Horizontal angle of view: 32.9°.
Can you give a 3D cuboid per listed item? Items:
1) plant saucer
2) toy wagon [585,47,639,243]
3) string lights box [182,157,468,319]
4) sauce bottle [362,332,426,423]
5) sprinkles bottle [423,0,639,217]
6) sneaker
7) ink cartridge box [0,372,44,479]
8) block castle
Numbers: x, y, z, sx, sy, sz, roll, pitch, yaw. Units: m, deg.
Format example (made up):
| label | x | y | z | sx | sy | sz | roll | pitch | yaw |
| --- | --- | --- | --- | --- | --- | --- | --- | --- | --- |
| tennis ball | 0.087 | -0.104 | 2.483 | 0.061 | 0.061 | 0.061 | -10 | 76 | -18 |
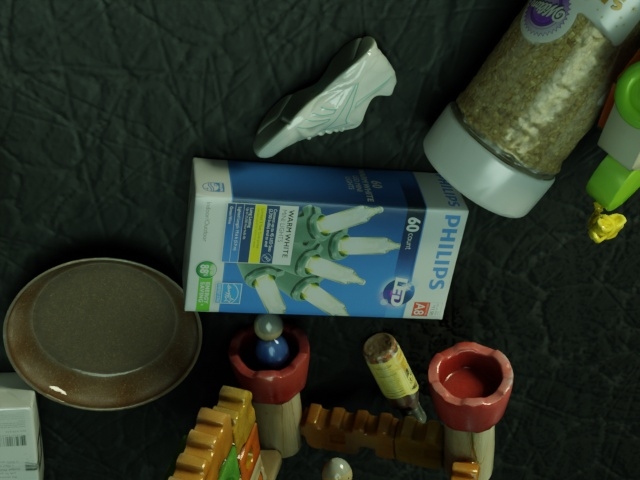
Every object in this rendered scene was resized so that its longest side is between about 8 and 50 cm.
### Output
| label | x | y | z | sx | sy | sz | roll | pitch | yaw |
| --- | --- | --- | --- | --- | --- | --- | --- | --- | --- |
| plant saucer | -0.222 | 0.090 | 1.112 | 0.198 | 0.036 | 0.198 | -4 | 124 | -7 |
| toy wagon | 0.325 | -0.145 | 0.931 | 0.267 | 0.068 | 0.344 | -12 | 143 | -57 |
| string lights box | 0.000 | 0.000 | 1.060 | 0.260 | 0.077 | 0.133 | 3 | 122 | -11 |
| sauce bottle | 0.085 | 0.158 | 1.202 | 0.042 | 0.042 | 0.128 | -22 | 126 | 6 |
| sprinkles bottle | 0.235 | -0.188 | 0.944 | 0.121 | 0.121 | 0.355 | 24 | 116 | -23 |
| sneaker | 0.005 | -0.118 | 0.996 | 0.152 | 0.053 | 0.061 | -36 | 124 | 15 |
| ink cartridge box | -0.355 | 0.229 | 1.169 | 0.104 | 0.060 | 0.180 | 0 | 123 | -9 |
| block castle | 0.001 | 0.273 | 0.997 | 0.303 | 0.453 | 0.213 | 6 | 132 | 14 |
